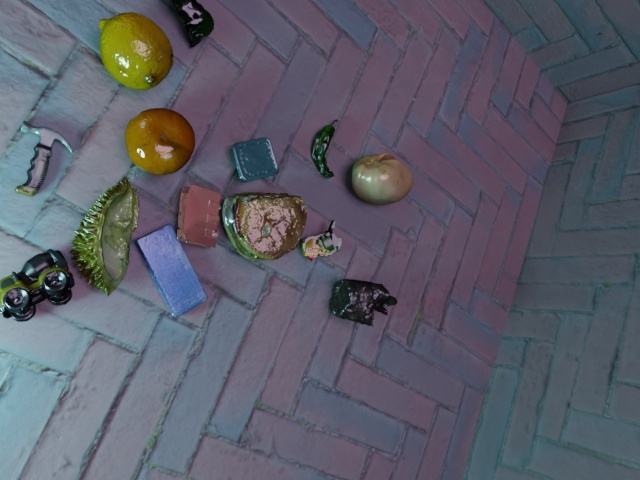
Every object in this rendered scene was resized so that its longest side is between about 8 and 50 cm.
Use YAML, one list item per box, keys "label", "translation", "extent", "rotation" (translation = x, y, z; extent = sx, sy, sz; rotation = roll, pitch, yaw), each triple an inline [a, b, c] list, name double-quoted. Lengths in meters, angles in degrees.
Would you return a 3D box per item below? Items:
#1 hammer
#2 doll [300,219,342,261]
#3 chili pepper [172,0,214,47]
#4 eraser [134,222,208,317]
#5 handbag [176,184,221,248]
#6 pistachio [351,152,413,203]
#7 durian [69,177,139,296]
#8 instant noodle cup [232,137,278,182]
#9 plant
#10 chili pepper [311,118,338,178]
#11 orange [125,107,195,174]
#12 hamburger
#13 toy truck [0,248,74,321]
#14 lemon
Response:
- label: "hammer"
  translation: [-0.888, -0.247, 1.612]
  extent: [0.158, 0.041, 0.227]
  rotation: [20, 76, -30]
- label: "doll"
  translation: [0.003, 0.008, 2.174]
  extent: [0.186, 0.106, 0.135]
  rotation: [-24, 96, -17]
- label: "chili pepper"
  translation: [-0.492, -0.870, 1.872]
  extent: [0.148, 0.116, 0.265]
  rotation: [-48, 114, -30]
- label: "eraser"
  translation: [-0.533, 0.109, 1.837]
  extent: [0.144, 0.042, 0.312]
  rotation: [-32, 105, -32]
- label: "handbag"
  translation: [-0.444, -0.087, 1.883]
  extent: [0.157, 0.059, 0.213]
  rotation: [16, 71, -45]
- label: "pistachio"
  translation: [0.279, -0.276, 2.316]
  extent: [0.320, 0.229, 0.238]
  rotation: [10, 124, -39]
- label: "durian"
  translation: [-0.687, -0.024, 1.675]
  extent: [0.198, 0.163, 0.395]
  rotation: [22, 69, -34]
- label: "instant noodle cup"
  translation: [-0.267, -0.318, 2.028]
  extent: [0.179, 0.070, 0.157]
  rotation: [-19, 97, -33]
- label: "plant"
  translation: [0.188, 0.272, 2.245]
  extent: [0.275, 0.198, 0.189]
  rotation: [11, 88, -30]
- label: "chili pepper"
  translation: [0.026, -0.420, 2.240]
  extent: [0.122, 0.065, 0.279]
  rotation: [16, 80, -42]
- label: "orange"
  translation: [-0.554, -0.340, 1.769]
  extent: [0.239, 0.171, 0.241]
  rotation: [7, 74, -24]
- label: "hamburger"
  translation: [-0.215, -0.057, 1.976]
  extent: [0.317, 0.195, 0.277]
  rotation: [0, 90, -32]
- label: "toy truck"
  translation: [-0.874, 0.133, 1.555]
  extent: [0.224, 0.147, 0.165]
  rotation: [-29, 80, -29]
- label: "lemon"
  translation: [-0.620, -0.638, 1.709]
  extent: [0.228, 0.228, 0.254]
  rotation: [-41, 109, -29]
